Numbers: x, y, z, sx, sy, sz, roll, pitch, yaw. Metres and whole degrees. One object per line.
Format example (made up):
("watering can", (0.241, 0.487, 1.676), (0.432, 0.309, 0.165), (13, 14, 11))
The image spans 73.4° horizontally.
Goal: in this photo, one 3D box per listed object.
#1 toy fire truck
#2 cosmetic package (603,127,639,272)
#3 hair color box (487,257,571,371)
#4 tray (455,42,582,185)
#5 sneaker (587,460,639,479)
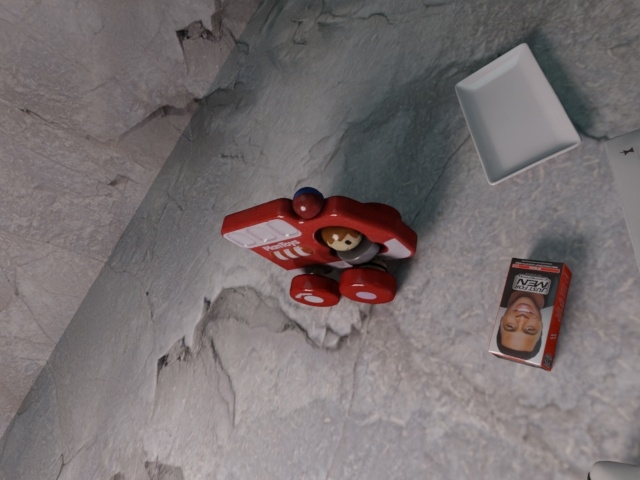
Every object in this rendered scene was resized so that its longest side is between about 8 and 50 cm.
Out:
("toy fire truck", (0.000, 0.000, 0.774), (0.302, 0.254, 0.169), (-12, 58, 40))
("cosmetic package", (0.457, -0.003, 0.383), (0.285, 0.097, 0.376), (-20, 41, 38))
("hair color box", (0.288, 0.098, 0.590), (0.072, 0.043, 0.141), (5, 71, 45))
("tray", (0.335, -0.222, 0.755), (0.145, 0.030, 0.270), (-28, 49, 31))
("sneaker", (0.402, 0.237, 0.367), (0.297, 0.111, 0.129), (-6, 42, 41))
